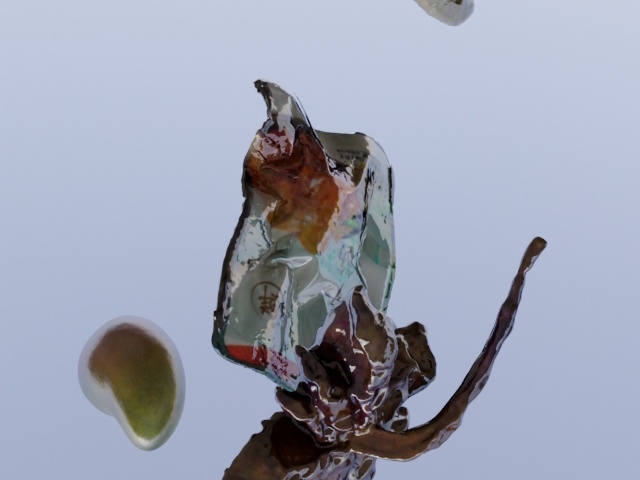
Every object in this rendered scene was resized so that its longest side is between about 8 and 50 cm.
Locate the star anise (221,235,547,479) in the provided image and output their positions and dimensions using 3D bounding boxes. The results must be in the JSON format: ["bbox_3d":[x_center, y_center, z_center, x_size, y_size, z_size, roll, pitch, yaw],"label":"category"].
[{"bbox_3d":[0.032,0.065,0.480,0.191,0.097,0.070,-55,-130,9],"label":"star anise"}]

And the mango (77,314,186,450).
[{"bbox_3d":[-0.263,0.189,1.458,0.146,0.129,0.289,-47,-150,-14],"label":"mango"}]

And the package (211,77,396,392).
[{"bbox_3d":[0.000,0.000,0.737,0.040,0.166,0.232,-19,-128,39],"label":"package"}]

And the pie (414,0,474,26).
[{"bbox_3d":[0.081,-0.290,0.992,0.046,0.195,0.195,-38,-140,19],"label":"pie"}]
